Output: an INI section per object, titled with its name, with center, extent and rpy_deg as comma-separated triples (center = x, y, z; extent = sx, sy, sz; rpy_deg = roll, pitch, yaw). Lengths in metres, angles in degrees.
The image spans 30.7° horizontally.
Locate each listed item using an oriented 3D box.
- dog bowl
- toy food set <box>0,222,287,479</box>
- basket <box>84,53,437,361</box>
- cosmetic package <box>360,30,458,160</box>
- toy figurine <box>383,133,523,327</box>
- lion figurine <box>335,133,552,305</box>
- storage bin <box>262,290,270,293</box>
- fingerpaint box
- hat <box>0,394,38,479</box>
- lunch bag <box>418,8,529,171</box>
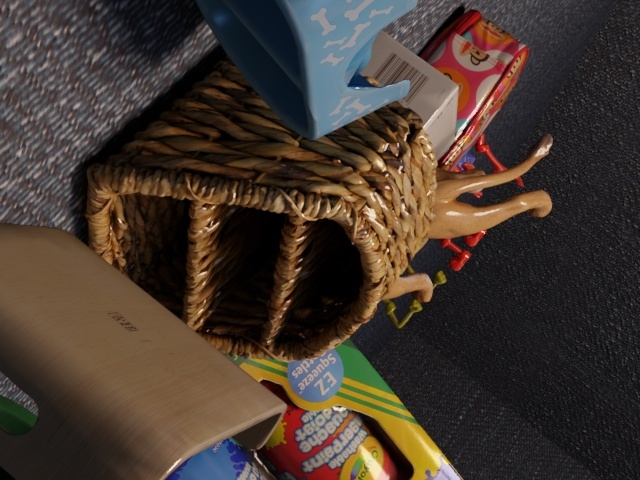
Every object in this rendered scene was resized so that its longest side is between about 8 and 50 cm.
[dog bowl]
center = -0.022, -0.158, 0.726
extent = 0.074, 0.166, 0.297
rpy_deg = -38, 168, -7
[toy food set]
center = -0.159, 0.089, 0.780
extent = 0.092, 0.220, 0.306
rpy_deg = -54, 170, 6
[basket]
center = -0.048, 0.006, 0.992
extent = 0.223, 0.213, 0.299
rpy_deg = -47, 168, -28
[cosmetic package]
center = 0.089, -0.147, 1.344
extent = 0.085, 0.117, 0.231
rpy_deg = -51, 168, -6
[toy figurine]
center = 0.187, -0.061, 1.891
extent = 0.362, 0.191, 0.217
rpy_deg = -57, 174, 30
[lion figurine]
center = 0.085, -0.003, 1.397
extent = 0.240, 0.142, 0.392
rpy_deg = -1, 142, -44
[storage bin]
center = -0.083, 0.007, 1.210
extent = 0.135, 0.098, 0.091
rpy_deg = -48, 159, -18
[fingerpaint box]
center = -0.090, 0.319, 1.252
extent = 0.445, 0.371, 0.163
rpy_deg = -41, -169, -19
[hat]
center = -0.288, 0.230, 0.890
extent = 0.183, 0.173, 0.208
rpy_deg = -45, 159, 15
[lunch bag]
center = 0.158, -0.153, 1.601
extent = 0.293, 0.120, 0.258
rpy_deg = -51, 170, -6
